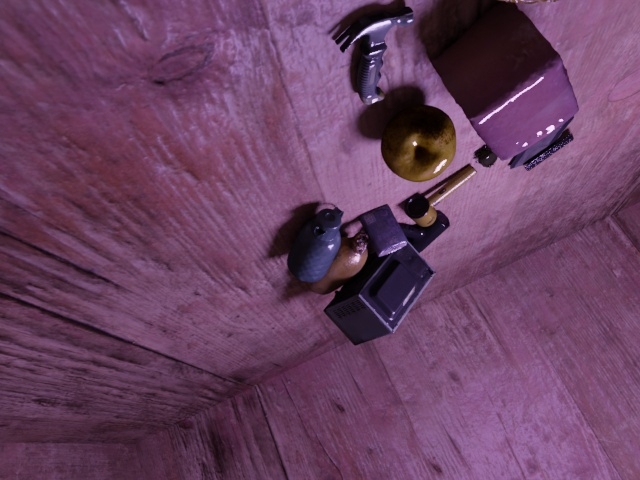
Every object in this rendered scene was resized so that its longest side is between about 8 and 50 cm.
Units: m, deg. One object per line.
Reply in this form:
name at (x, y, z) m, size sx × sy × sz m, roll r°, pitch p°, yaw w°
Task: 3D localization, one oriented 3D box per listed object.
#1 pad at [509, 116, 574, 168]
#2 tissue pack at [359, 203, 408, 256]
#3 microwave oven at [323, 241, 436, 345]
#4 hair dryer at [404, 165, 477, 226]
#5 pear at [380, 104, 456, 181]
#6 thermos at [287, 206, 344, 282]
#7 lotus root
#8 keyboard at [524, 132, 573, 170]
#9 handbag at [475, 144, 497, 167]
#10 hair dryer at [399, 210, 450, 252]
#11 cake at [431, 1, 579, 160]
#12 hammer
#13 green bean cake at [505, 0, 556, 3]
pad at (0.793, -0.353, 1.803) m, size 0.174 × 0.022 × 0.233 m, roll -18°, pitch 153°, yaw -14°
tissue pack at (0.216, -0.034, 1.716) m, size 0.112 × 0.156 × 0.051 m, roll -22°, pitch 160°, yaw -8°
microwave oven at (0.220, 0.185, 1.909) m, size 0.355 × 0.218 × 0.286 m, roll -45°, pitch -175°, yaw -35°
hair dryer at (0.436, -0.161, 1.777) m, size 0.279 × 0.090 × 0.135 m, roll -39°, pitch 153°, yaw 14°
pear at (0.255, -0.254, 1.294) m, size 0.197 × 0.197 × 0.197 m, roll -21°, pitch 155°, yaw -10°
thermos at (0.000, 0.000, 1.611) m, size 0.182 × 0.145 × 0.286 m, roll -48°, pitch 171°, yaw -38°
lotus root at (0.068, 0.081, 1.806) m, size 0.169 × 0.151 × 0.343 m, roll -4°, pitch 152°, yaw -43°
keyboard at (0.856, -0.326, 1.865) m, size 0.196 × 0.015 × 0.074 m, roll -37°, pitch 151°, yaw 23°
handbag at (0.568, -0.279, 1.696) m, size 0.072 × 0.047 × 0.111 m, roll -42°, pitch 152°, yaw 20°
hair dryer at (0.366, -0.035, 1.960) m, size 0.251 × 0.089 × 0.197 m, roll 6°, pitch 142°, yaw -39°
cake at (0.436, -0.366, 1.171) m, size 0.230 × 0.237 × 0.309 m, roll -36°, pitch 152°, yaw 21°
hammer at (0.109, -0.380, 1.062) m, size 0.159 × 0.041 × 0.226 m, roll -21°, pitch 155°, yaw -10°
green bean cake at (0.418, -0.560, 0.897) m, size 0.224 × 0.131 × 0.229 m, roll -10°, pitch 154°, yaw -26°
